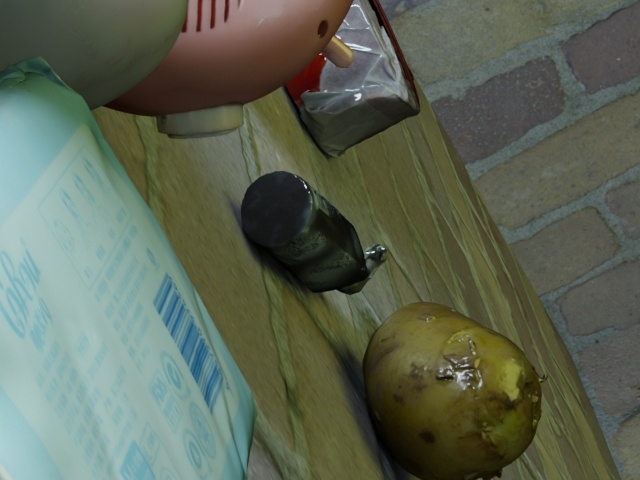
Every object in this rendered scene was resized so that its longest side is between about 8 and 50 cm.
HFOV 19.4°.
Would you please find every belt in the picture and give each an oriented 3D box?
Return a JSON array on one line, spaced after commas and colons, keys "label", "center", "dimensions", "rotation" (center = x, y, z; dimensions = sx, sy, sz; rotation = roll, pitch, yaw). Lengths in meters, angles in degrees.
[{"label": "belt", "center": [0.010, -0.223, 1.954], "dimensions": [0.227, 0.115, 0.324], "rotation": [53, 14, -45]}]

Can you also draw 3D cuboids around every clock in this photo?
[{"label": "clock", "center": [-0.071, -0.173, 0.962], "dimensions": [0.142, 0.227, 0.241], "rotation": [2, -81, 59]}]

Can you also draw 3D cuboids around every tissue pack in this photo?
[{"label": "tissue pack", "center": [-0.099, 0.054, 0.608], "dimensions": [0.177, 0.089, 0.263], "rotation": [60, 12, -13]}]

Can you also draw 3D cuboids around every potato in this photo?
[{"label": "potato", "center": [0.094, 0.116, 1.435], "dimensions": [0.137, 0.137, 0.176], "rotation": [61, -12, -13]}]

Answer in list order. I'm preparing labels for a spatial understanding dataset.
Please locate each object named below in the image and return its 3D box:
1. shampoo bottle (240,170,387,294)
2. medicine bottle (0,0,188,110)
[{"label": "shampoo bottle", "center": [0.000, 0.001, 1.404], "dimensions": [0.208, 0.064, 0.057], "rotation": [41, 33, -69]}, {"label": "medicine bottle", "center": [-0.173, -0.211, 0.816], "dimensions": [0.341, 0.130, 0.130], "rotation": [63, 9, -5]}]
